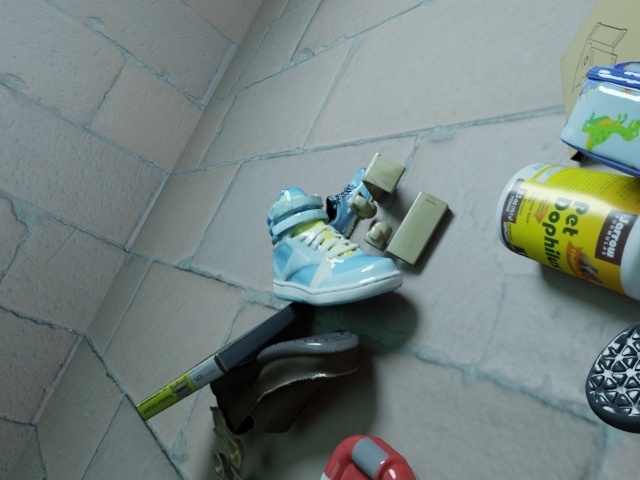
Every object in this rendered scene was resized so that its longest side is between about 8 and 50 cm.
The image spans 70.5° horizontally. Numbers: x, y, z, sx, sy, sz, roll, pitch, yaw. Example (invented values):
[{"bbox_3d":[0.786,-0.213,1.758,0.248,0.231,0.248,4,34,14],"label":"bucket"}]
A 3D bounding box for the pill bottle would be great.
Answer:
[{"bbox_3d":[0.305,-0.011,0.479,0.117,0.117,0.215,-58,33,0],"label":"pill bottle"}]

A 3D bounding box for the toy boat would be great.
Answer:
[{"bbox_3d":[0.009,0.346,0.540,0.151,0.151,0.231,13,72,59],"label":"toy boat"}]

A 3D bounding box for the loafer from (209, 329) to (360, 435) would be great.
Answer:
[{"bbox_3d":[-0.055,0.249,0.762,0.366,0.134,0.130,-37,65,44],"label":"loafer"}]

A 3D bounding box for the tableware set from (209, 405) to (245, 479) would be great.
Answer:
[{"bbox_3d":[-0.161,0.379,0.789,0.141,0.020,0.168,14,111,53],"label":"tableware set"}]

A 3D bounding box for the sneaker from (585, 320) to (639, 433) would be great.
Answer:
[{"bbox_3d":[0.329,0.093,0.354,0.235,0.097,0.084,-33,25,4],"label":"sneaker"}]

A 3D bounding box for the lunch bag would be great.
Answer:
[{"bbox_3d":[0.343,-0.089,0.398,0.176,0.219,0.090,-122,41,-56],"label":"lunch bag"}]

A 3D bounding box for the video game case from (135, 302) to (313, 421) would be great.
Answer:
[{"bbox_3d":[-0.167,0.209,0.837,0.248,0.035,0.275,-36,-5,31],"label":"video game case"}]

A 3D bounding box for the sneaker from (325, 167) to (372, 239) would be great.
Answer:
[{"bbox_3d":[0.051,-0.077,0.908,0.063,0.073,0.162,20,81,57],"label":"sneaker"}]

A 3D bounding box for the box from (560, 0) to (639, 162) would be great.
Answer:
[{"bbox_3d":[0.364,-0.227,0.580,0.164,0.021,0.201,100,-179,-62],"label":"box"}]

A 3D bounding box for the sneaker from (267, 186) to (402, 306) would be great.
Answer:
[{"bbox_3d":[0.000,0.000,0.784,0.319,0.127,0.208,-7,93,52],"label":"sneaker"}]

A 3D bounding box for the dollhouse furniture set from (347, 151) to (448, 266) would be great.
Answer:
[{"bbox_3d":[0.141,-0.043,0.805,0.151,0.123,0.144,30,88,22],"label":"dollhouse furniture set"}]
